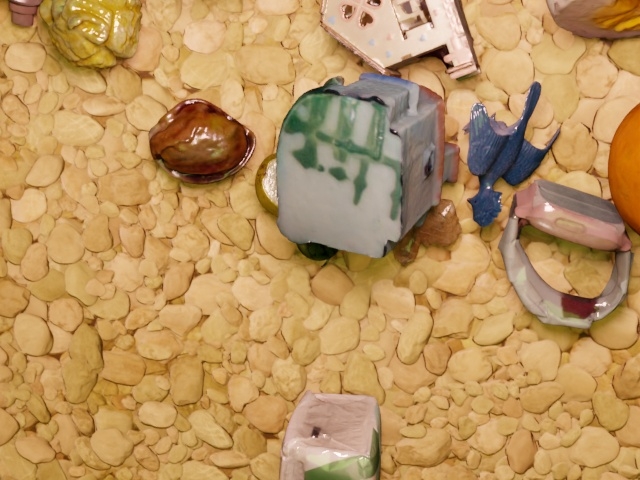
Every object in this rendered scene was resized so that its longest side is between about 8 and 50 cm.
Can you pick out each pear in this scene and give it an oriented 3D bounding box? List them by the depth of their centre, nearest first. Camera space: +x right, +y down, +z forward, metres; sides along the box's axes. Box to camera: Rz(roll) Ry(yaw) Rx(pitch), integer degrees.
[{"bbox_3d":[-0.059,-0.108,1.520,0.140,0.104,0.141,0,90,-12],"label":"pear"}]

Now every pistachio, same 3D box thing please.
[{"bbox_3d":[-0.229,-0.190,1.513,0.210,0.130,0.165,2,100,-2],"label":"pistachio"}]

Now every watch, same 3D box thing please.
[{"bbox_3d":[0.455,0.036,1.473,0.253,0.162,0.241,19,117,6],"label":"watch"}]

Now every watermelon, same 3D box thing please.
[{"bbox_3d":[0.000,-0.007,1.538,0.108,0.109,0.109,2,102,7],"label":"watermelon"}]

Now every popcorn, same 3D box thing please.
[{"bbox_3d":[-0.431,-0.417,1.478,0.185,0.167,0.188,-25,62,35],"label":"popcorn"}]

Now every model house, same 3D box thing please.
[{"bbox_3d":[0.113,-0.163,1.402,0.251,0.329,0.295,16,121,32],"label":"model house"},{"bbox_3d":[0.127,-0.415,1.408,0.244,0.169,0.326,-18,97,18],"label":"model house"}]

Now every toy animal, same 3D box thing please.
[{"bbox_3d":[0.337,-0.160,1.428,0.255,0.239,0.176,-53,53,33],"label":"toy animal"}]

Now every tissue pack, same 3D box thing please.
[{"bbox_3d":[0.021,0.511,1.559,0.193,0.266,0.357,4,103,7],"label":"tissue pack"}]

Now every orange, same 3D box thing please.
[{"bbox_3d":[0.643,-0.120,1.320,0.311,0.312,0.312,2,102,7],"label":"orange"}]

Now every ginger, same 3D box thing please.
[{"bbox_3d":[0.214,-0.012,1.526,0.096,0.067,0.165,32,117,0],"label":"ginger"}]

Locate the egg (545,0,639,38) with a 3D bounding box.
[{"bbox_3d":[0.520,-0.534,1.236,0.354,0.354,0.340,-6,86,9],"label":"egg"}]

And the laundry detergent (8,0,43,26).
[{"bbox_3d":[-0.598,-0.531,1.477,0.171,0.076,0.237,0,123,-28],"label":"laundry detergent"}]
